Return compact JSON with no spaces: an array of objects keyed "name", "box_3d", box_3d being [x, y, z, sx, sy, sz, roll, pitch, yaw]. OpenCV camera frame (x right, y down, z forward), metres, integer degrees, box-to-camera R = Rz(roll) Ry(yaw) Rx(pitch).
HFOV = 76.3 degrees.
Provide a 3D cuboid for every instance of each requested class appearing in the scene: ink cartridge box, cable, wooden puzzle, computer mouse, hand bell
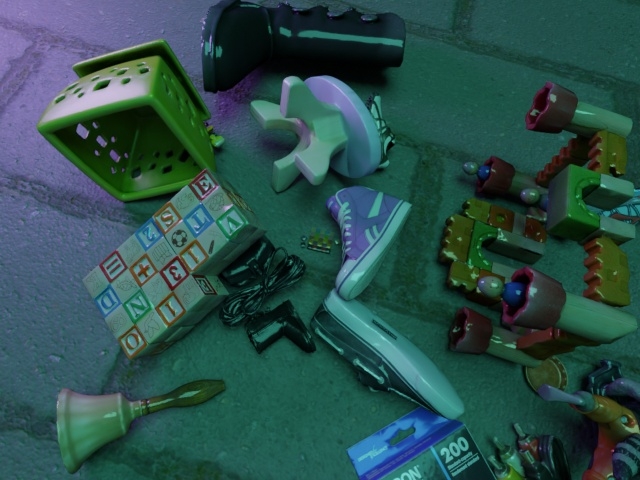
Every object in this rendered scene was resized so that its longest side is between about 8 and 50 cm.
[{"name":"ink cartridge box","box_3d":[0.180,0.401,0.680,0.206,0.045,0.208,-24,70,-15]},{"name":"cable","box_3d":[0.398,0.455,0.688,0.139,0.072,0.288,-23,82,-33]},{"name":"wooden puzzle","box_3d":[0.000,0.000,0.856,0.083,0.006,0.050,13,66,0]},{"name":"computer mouse","box_3d":[-0.177,0.018,0.798,0.188,0.072,0.272,-37,78,-14]},{"name":"hand bell","box_3d":[-0.279,0.272,0.671,0.241,0.126,0.126,-10,67,-22]}]

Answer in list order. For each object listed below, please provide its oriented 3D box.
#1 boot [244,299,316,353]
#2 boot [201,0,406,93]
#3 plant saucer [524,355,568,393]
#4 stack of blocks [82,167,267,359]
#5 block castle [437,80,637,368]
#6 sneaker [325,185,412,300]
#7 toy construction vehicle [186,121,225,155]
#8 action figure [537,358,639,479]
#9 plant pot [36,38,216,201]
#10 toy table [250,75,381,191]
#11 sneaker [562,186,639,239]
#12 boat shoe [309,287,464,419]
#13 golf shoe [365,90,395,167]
[{"name":"boot","box_3d":[-0.077,0.175,0.752,0.099,0.045,0.121,-27,65,-18]},{"name":"boot","box_3d":[-0.023,-0.444,0.943,0.444,0.146,0.367,7,50,-5]},{"name":"plant saucer","box_3d":[0.432,0.258,0.784,0.083,0.013,0.084,2,67,-5]},{"name":"stack of blocks","box_3d":[-0.240,0.042,0.707,0.297,0.087,0.171,-41,75,5]},{"name":"block castle","box_3d":[0.364,-0.022,0.742,0.212,0.303,0.454,18,65,3]},{"name":"sneaker","box_3d":[0.060,-0.010,0.806,0.160,0.102,0.282,28,45,11]},{"name":"toy construction vehicle","box_3d":[-0.266,-0.221,0.914,0.098,0.035,0.086,36,67,19]},{"name":"action figure","box_3d":[0.516,0.367,0.646,0.329,0.178,0.342,0,70,-20]},{"name":"plant pot","box_3d":[-0.347,-0.237,0.790,0.226,0.228,0.207,-11,60,9]},{"name":"toy table","box_3d":[-0.020,-0.221,0.840,0.160,0.253,0.274,-21,45,-29]},{"name":"sneaker","box_3d":[0.639,-0.048,0.909,0.261,0.104,0.125,-3,87,-5]},{"name":"boat shoe","box_3d":[0.108,0.217,0.724,0.301,0.108,0.102,38,104,12]},{"name":"golf shoe","box_3d":[0.130,-0.252,0.951,0.093,0.077,0.199,15,72,-11]}]
